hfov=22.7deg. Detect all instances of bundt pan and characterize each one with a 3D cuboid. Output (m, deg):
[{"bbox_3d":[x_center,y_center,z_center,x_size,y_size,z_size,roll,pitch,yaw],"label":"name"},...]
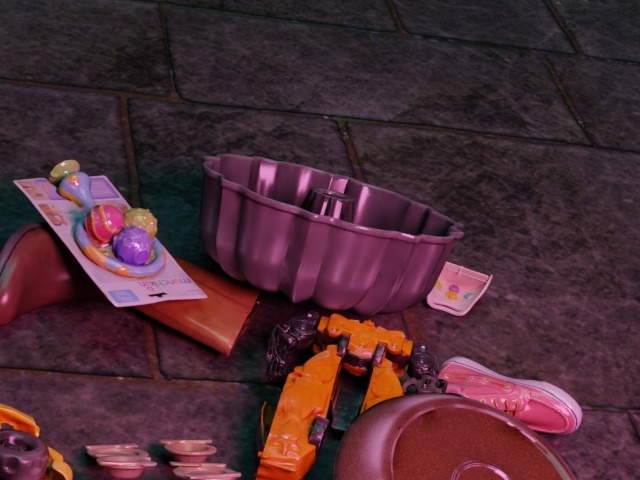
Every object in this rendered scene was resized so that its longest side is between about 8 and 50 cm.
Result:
[{"bbox_3d":[0.000,0.000,1.939,0.331,0.124,0.331,14,11,-3],"label":"bundt pan"}]

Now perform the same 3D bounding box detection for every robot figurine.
[{"bbox_3d":[0.025,0.184,1.755,0.211,0.085,0.291,16,32,3],"label":"robot figurine"}]

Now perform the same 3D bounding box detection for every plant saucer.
[{"bbox_3d":[0.162,0.272,1.623,0.311,0.050,0.310,18,43,-17],"label":"plant saucer"}]

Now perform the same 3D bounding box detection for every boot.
[{"bbox_3d":[-0.230,0.074,1.860,0.280,0.096,0.264,27,26,7],"label":"boot"}]

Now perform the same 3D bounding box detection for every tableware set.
[{"bbox_3d":[-0.163,0.221,1.616,0.141,0.020,0.169,3,4,-15],"label":"tableware set"}]

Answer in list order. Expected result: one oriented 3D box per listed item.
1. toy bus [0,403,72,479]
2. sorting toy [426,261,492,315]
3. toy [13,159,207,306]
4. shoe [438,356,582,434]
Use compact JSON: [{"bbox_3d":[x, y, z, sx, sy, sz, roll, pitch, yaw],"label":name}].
[{"bbox_3d":[-0.337,0.216,1.530,0.220,0.149,0.211,16,16,0],"label":"toy bus"},{"bbox_3d":[0.169,0.066,2.045,0.083,0.044,0.075,19,39,8],"label":"sorting toy"},{"bbox_3d":[-0.239,-0.019,1.853,0.137,0.056,0.237,-5,38,-45],"label":"toy"},{"bbox_3d":[0.207,0.195,1.837,0.178,0.063,0.081,20,33,19],"label":"shoe"}]
